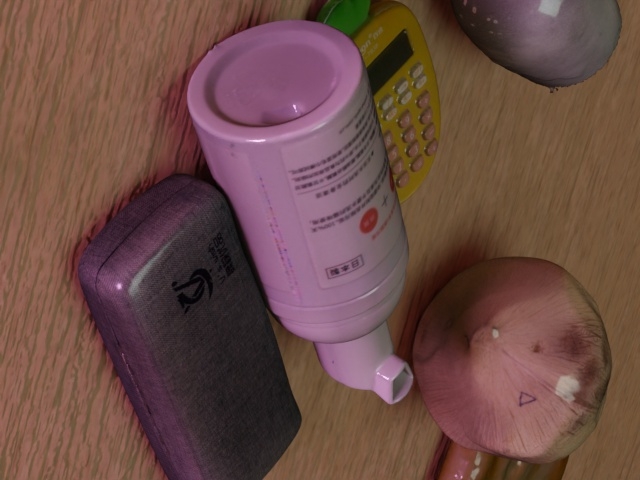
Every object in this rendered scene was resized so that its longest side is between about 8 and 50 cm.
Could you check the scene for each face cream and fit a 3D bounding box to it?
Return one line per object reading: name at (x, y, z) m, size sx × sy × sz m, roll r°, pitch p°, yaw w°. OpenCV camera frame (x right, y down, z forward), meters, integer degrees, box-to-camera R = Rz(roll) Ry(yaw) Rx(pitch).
face cream at (0.000, 0.000, 1.450) m, size 0.145 × 0.145 × 0.369 m, roll -44°, pitch 141°, yaw -27°

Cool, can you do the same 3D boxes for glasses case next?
glasses case at (-0.103, 0.094, 1.434) m, size 0.131 × 0.074 × 0.323 m, roll -46°, pitch 142°, yaw -27°

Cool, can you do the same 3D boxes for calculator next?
calculator at (0.047, -0.126, 1.516) m, size 0.146 × 0.032 × 0.235 m, roll -48°, pitch 136°, yaw -26°

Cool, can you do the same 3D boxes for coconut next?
coconut at (0.199, 0.124, 1.746) m, size 0.224 × 0.224 × 0.224 m, roll -31°, pitch 134°, yaw -39°

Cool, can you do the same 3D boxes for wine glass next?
wine glass at (0.161, -0.242, 1.515) m, size 0.143 × 0.143 × 0.321 m, roll -61°, pitch 145°, yaw -5°

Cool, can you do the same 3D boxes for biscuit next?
biscuit at (0.202, 0.285, 1.970) m, size 0.237 × 0.062 × 0.290 m, roll 0°, pitch 111°, yaw -52°
